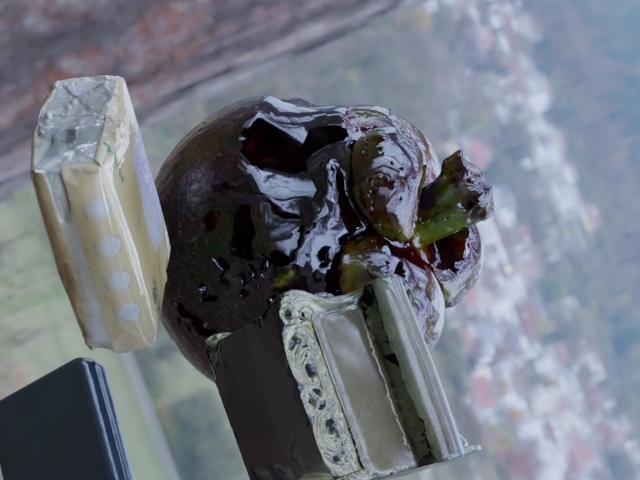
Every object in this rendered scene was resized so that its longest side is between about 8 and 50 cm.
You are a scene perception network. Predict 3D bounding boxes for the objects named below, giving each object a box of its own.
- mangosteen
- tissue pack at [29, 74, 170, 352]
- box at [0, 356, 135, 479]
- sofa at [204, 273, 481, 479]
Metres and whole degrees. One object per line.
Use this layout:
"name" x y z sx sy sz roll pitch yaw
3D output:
"mangosteen" -0.008 0.020 2.161 0.381 0.421 0.381 12 90 -70
"tissue pack" -0.209 -0.026 1.740 0.186 0.090 0.222 -88 167 -57
"box" -0.291 0.263 2.071 0.050 0.160 0.230 29 37 -56
"sofa" 0.027 0.141 1.704 0.258 0.182 0.200 -35 -105 64
